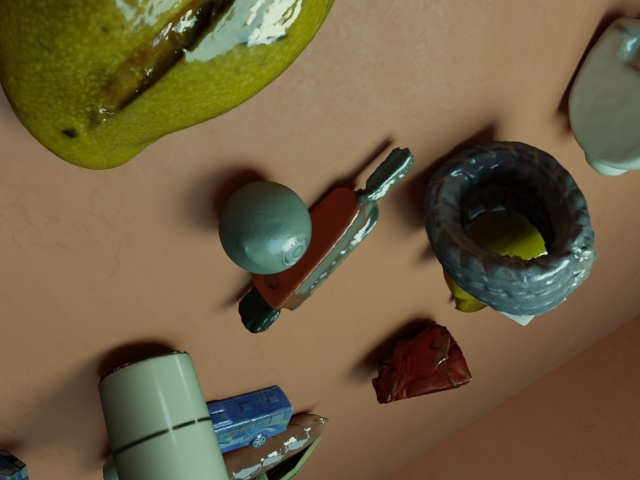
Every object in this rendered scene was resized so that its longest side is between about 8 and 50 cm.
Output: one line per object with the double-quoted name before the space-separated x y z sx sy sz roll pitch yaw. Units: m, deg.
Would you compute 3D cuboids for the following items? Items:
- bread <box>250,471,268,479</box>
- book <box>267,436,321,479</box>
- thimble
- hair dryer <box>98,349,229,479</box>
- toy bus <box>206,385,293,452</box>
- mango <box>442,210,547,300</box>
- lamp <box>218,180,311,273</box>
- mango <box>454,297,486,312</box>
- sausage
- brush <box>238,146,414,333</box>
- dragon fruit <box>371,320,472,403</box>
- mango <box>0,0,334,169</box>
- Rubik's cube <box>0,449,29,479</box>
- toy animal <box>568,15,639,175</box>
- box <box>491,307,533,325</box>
"bread" -0.181 0.575 1.153 0.232 0.064 0.172 -32 169 32
"book" -0.144 0.642 1.265 0.322 0.018 0.228 -42 168 10
"thimble" 0.266 -0.013 0.698 0.205 0.236 0.172 -44 144 -4
"hair dryer" -0.264 0.319 0.723 0.128 0.203 0.362 -8 155 -39
"toy bus" -0.167 0.337 0.904 0.237 0.079 0.094 -2 118 -40
"mango" 0.326 0.002 0.849 0.262 0.167 0.130 -35 132 6
"lamp" -0.060 -0.013 0.538 0.105 0.105 0.105 -23 144 -18
"mango" 0.340 0.113 1.071 0.077 0.063 0.127 14 136 -10
"sausage" -0.172 0.483 1.065 0.433 0.088 0.087 -16 142 -25
"brush" 0.000 0.000 0.640 0.323 0.070 0.051 -47 146 12
"dragon fruit" 0.210 0.277 1.105 0.205 0.152 0.317 -16 160 4
"mango" -0.097 -0.154 0.318 0.295 0.120 0.177 -44 143 13
"Rubik's cube" -0.441 0.331 0.636 0.093 0.111 0.111 0 140 -1
"toy animal" 0.559 -0.234 0.728 0.368 0.196 0.241 -26 152 -11
"box" 0.450 0.072 1.044 0.133 0.099 0.182 -51 165 -41
